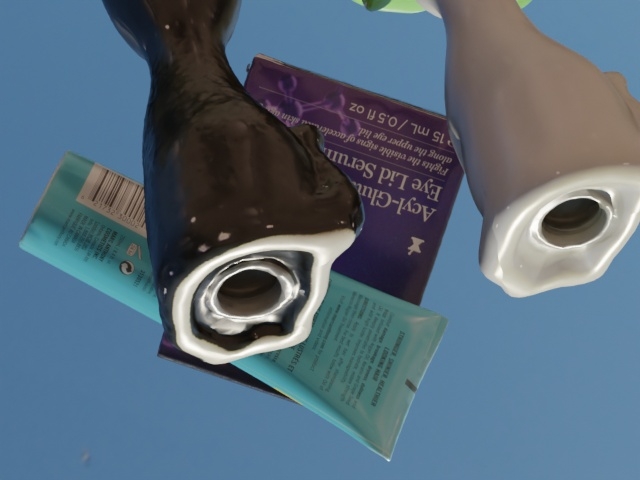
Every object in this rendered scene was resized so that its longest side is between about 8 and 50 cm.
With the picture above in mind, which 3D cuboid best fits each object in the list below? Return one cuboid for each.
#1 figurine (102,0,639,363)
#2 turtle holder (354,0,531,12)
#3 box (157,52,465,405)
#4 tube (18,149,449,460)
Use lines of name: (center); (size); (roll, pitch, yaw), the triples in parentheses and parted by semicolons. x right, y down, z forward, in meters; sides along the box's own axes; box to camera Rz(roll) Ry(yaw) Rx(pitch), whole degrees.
figurine: (0.017, -0.074, 0.701); (0.215, 0.092, 0.209); (-11, -123, -10)
turtle holder: (0.069, -0.326, 1.145); (0.243, 0.320, 0.227); (-24, -126, -29)
box: (0.000, 0.000, 1.080); (0.153, 0.207, 0.108); (17, -177, 2)
tube: (-0.041, 0.025, 0.799); (0.207, 0.052, 0.080); (27, -108, -7)
